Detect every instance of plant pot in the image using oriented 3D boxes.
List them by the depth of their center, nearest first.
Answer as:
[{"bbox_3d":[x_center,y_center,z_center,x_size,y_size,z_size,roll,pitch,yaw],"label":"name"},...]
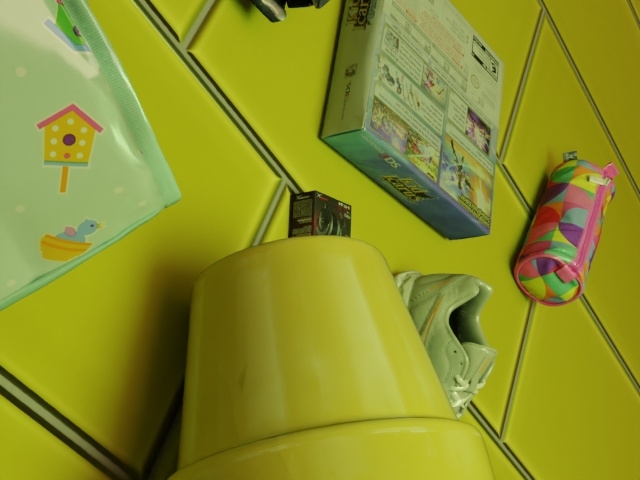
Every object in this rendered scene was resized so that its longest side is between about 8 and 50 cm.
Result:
[{"bbox_3d":[-0.007,0.137,0.762,0.254,0.254,0.239,19,52,-50],"label":"plant pot"}]

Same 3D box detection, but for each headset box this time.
[{"bbox_3d":[0.000,0.000,0.952,0.062,0.032,0.083,21,65,-50],"label":"headset box"}]

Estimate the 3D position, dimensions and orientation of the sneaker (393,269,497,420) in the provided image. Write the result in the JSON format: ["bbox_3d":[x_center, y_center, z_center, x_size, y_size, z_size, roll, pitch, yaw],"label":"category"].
[{"bbox_3d":[0.122,0.152,1.010,0.099,0.121,0.262,23,66,-48],"label":"sneaker"}]

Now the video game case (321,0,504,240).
[{"bbox_3d":[0.116,-0.163,1.114,0.269,0.061,0.244,34,56,-45],"label":"video game case"}]

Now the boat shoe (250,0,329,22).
[{"bbox_3d":[-0.060,-0.358,0.859,0.340,0.127,0.158,56,36,-31],"label":"boat shoe"}]

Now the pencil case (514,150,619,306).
[{"bbox_3d":[0.344,-0.018,1.360,0.104,0.104,0.236,57,44,-29],"label":"pencil case"}]

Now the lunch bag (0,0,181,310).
[{"bbox_3d":[-0.222,-0.076,0.505,0.223,0.160,0.262,-31,109,-14],"label":"lunch bag"}]
